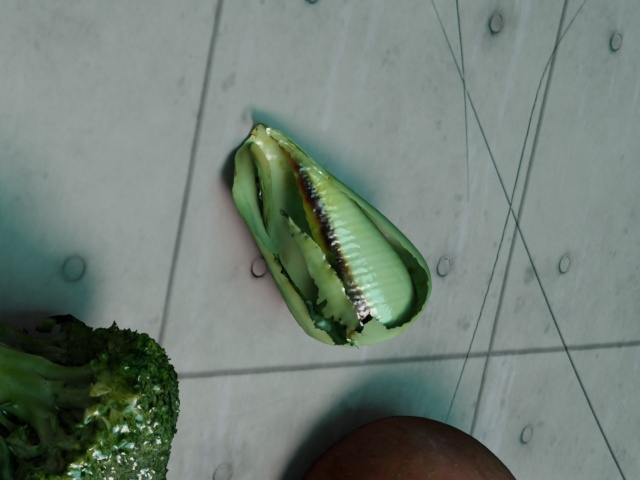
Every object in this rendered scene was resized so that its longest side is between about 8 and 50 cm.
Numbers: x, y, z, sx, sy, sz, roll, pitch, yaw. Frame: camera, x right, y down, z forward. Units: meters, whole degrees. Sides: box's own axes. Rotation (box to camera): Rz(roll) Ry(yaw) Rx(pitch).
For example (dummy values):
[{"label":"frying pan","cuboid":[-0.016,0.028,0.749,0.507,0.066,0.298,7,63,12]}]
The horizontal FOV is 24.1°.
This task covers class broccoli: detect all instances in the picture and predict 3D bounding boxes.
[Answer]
[{"label":"broccoli","cuboid":[-0.259,0.162,1.199,0.283,0.304,0.321,48,65,-10]}]

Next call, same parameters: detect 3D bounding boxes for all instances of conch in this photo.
[{"label":"conch","cuboid":[0.005,0.015,1.459,0.143,0.137,0.250,-57,135,-10]}]

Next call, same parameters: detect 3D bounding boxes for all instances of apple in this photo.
[{"label":"apple","cuboid":[0.106,0.343,1.611,0.305,0.235,0.306,-16,114,-40]}]
